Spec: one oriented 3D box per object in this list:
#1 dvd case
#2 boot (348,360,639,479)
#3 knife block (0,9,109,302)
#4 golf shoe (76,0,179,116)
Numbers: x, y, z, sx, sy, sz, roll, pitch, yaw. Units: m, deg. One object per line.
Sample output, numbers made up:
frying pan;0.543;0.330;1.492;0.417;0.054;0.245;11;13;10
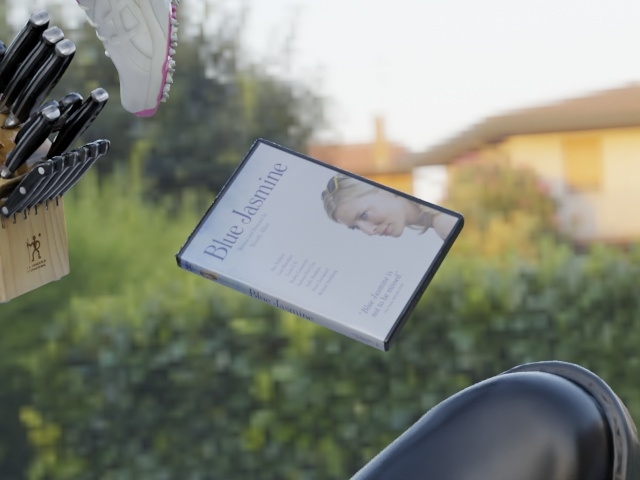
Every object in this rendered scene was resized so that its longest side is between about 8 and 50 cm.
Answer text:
dvd case;0.000;0.000;2.088;0.253;0.180;0.022;21;-31;20
boot;0.005;0.169;1.008;0.131;0.348;0.260;43;-2;31
knife block;-0.303;-0.077;1.707;0.276;0.242;0.088;7;20;34
golf shoe;-0.214;-0.268;2.094;0.140;0.306;0.115;1;36;-5
